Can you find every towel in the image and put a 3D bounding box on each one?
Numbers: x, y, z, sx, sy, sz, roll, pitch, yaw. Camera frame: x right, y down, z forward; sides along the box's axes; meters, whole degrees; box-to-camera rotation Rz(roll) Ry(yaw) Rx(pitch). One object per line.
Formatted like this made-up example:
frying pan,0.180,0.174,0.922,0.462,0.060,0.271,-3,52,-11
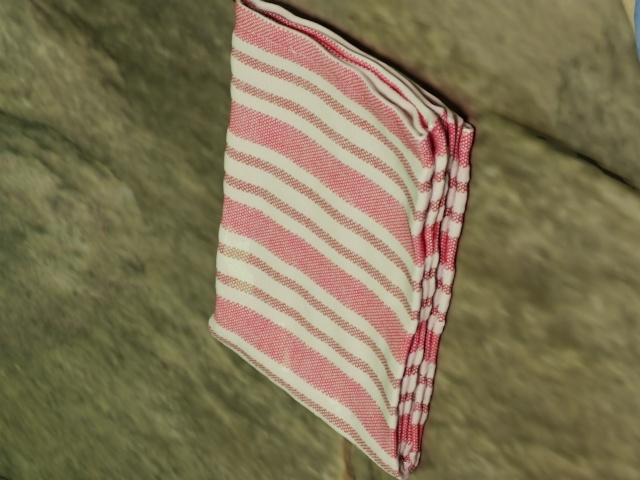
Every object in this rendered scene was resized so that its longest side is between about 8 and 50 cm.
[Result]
towel,0.000,0.000,0.860,0.144,0.029,0.197,35,131,37

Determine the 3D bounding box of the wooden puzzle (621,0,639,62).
wooden puzzle,0.169,-0.154,0.522,0.322,0.080,0.348,-33,76,52
